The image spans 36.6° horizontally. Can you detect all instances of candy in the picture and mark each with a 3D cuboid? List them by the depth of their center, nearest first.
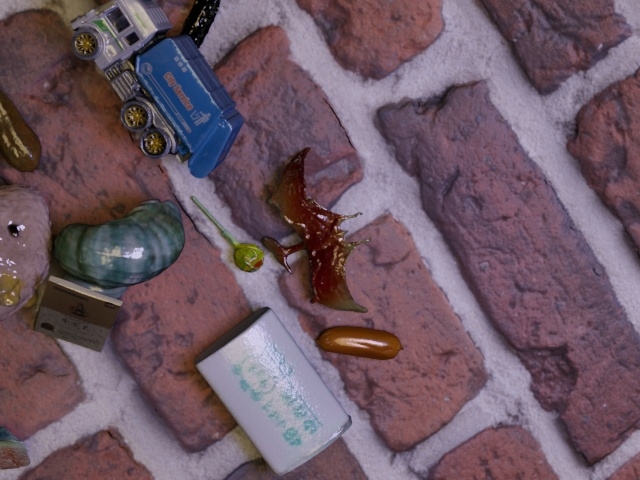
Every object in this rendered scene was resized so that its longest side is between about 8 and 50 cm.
[{"bbox_3d":[-0.186,-0.015,1.907,0.194,0.062,0.058,48,128,-2],"label":"candy"}]

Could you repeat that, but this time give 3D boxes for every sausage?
[{"bbox_3d":[0.084,0.206,1.970,0.183,0.054,0.062,11,63,-10],"label":"sausage"}]

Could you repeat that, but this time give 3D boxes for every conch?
[{"bbox_3d":[-0.385,0.027,1.797,0.195,0.220,0.277,38,99,12],"label":"conch"}]

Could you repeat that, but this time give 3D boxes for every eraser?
[{"bbox_3d":[-0.093,0.299,1.915,0.189,0.104,0.290,-36,99,-4],"label":"eraser"}]

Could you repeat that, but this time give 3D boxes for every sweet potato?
[{"bbox_3d":[-0.598,-0.226,1.793,0.081,0.062,0.233,-43,101,-15],"label":"sweet potato"}]

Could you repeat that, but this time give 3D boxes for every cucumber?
[{"bbox_3d":[-0.237,-0.413,1.867,0.053,0.053,0.181,28,87,-12],"label":"cucumber"}]

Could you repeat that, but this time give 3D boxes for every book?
[{"bbox_3d":[-0.453,0.140,1.795,0.139,0.198,0.016,21,52,-11],"label":"book"}]

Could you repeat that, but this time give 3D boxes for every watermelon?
[{"bbox_3d":[-0.633,0.392,1.827,0.180,0.081,0.094,6,109,3],"label":"watermelon"}]

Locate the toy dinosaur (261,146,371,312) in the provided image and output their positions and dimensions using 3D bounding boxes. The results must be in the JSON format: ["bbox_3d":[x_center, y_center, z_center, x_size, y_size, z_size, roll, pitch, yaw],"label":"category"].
[{"bbox_3d":[0.010,0.002,1.931,0.327,0.113,0.206,44,110,0],"label":"toy dinosaur"}]

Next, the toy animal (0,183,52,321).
[{"bbox_3d":[-0.641,0.052,1.741,0.359,0.188,0.226,-26,93,-9],"label":"toy animal"}]

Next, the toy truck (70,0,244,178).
[{"bbox_3d":[-0.295,-0.286,1.792,0.175,0.146,0.367,-33,100,13],"label":"toy truck"}]
